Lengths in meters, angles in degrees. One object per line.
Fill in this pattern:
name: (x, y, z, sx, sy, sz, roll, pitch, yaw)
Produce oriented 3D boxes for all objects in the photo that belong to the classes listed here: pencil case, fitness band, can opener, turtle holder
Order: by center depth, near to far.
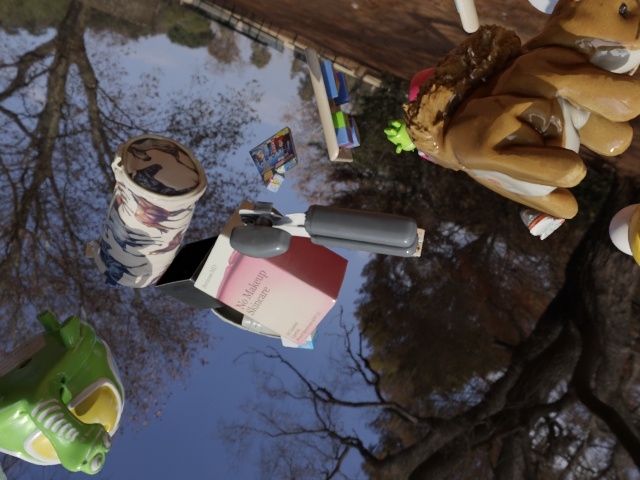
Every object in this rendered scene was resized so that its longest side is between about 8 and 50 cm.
can opener: (0.000, 0.000, 0.717, 0.283, 0.095, 0.076, 8, 158, 18)
turtle holder: (-0.457, 0.274, 0.851, 0.228, 0.320, 0.243, 62, -147, -25)
pencil case: (-0.369, -0.046, 0.986, 0.183, 0.410, 0.160, 0, -119, -31)
fitness band: (0.296, -0.292, 1.148, 0.054, 0.209, 0.290, -2, 174, 39)

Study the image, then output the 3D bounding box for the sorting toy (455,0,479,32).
sorting toy: (0.199, -0.452, 0.729, 0.193, 0.038, 0.208, 51, -143, -43)

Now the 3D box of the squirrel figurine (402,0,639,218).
squirrel figurine: (0.357, -0.283, 0.834, 0.396, 0.371, 0.281, 28, -175, 35)

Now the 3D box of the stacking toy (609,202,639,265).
stacking toy: (0.700, -0.017, 0.875, 0.350, 0.351, 0.480, 26, -174, -4)

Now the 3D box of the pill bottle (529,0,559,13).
pill bottle: (0.694, -0.767, 1.246, 0.176, 0.318, 0.176, 42, -173, -7)

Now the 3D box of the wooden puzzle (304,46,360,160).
wooden puzzle: (0.053, -0.411, 1.489, 0.080, 0.322, 0.348, -13, -175, 12)

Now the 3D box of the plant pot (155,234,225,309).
plant pot: (-0.373, 0.118, 1.524, 0.167, 0.188, 0.188, 51, -136, -29)

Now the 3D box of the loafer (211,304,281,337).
loafer: (-0.224, 0.263, 1.601, 0.319, 0.112, 0.111, 12, -175, 21)

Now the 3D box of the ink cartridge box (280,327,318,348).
ink cartridge box: (-0.075, 0.240, 1.449, 0.104, 0.180, 0.060, 2, -149, 21)

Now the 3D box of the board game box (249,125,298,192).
board game box: (-0.162, -0.288, 1.760, 0.060, 0.194, 0.194, 21, -131, -53)

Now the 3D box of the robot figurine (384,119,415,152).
robot figurine: (0.241, -0.307, 1.385, 0.115, 0.101, 0.067, 27, 178, -31)

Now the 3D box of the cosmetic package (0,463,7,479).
cosmetic package: (-0.612, 0.533, 0.851, 0.085, 0.231, 0.117, -5, -158, -44)

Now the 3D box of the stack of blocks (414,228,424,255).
stack of blocks: (0.226, -0.002, 1.648, 0.171, 0.087, 0.297, 11, 176, -6)

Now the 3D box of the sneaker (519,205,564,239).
sneaker: (0.450, -0.046, 0.976, 0.158, 0.061, 0.065, 11, -143, -55)

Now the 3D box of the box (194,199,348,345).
box: (-0.088, 0.061, 0.882, 0.232, 0.149, 0.127, 30, -144, -6)
